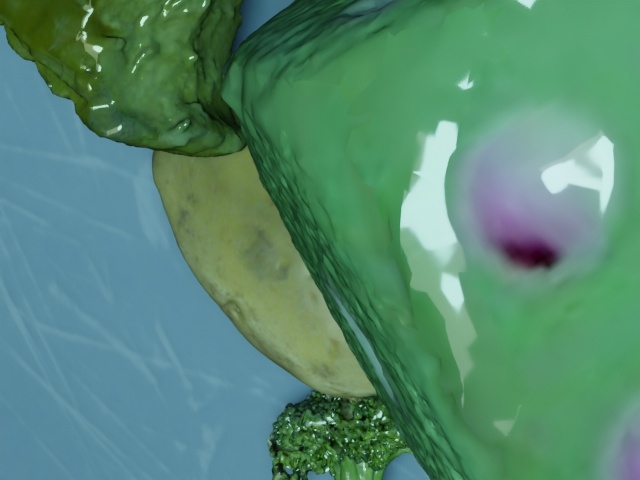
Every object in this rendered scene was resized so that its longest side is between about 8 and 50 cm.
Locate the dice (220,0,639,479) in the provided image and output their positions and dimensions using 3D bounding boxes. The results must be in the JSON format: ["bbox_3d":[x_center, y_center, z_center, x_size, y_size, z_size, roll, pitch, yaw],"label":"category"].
[{"bbox_3d":[0.161,-0.027,1.002,0.330,0.318,0.322,-31,103,-5],"label":"dice"}]

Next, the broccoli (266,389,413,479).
[{"bbox_3d":[0.025,0.133,1.283,0.095,0.097,0.092,5,108,50],"label":"broccoli"}]

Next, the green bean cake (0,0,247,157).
[{"bbox_3d":[-0.094,-0.192,1.138,0.233,0.124,0.236,43,114,27],"label":"green bean cake"}]

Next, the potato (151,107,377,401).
[{"bbox_3d":[-0.003,0.004,1.225,0.234,0.128,0.161,21,96,15],"label":"potato"}]
